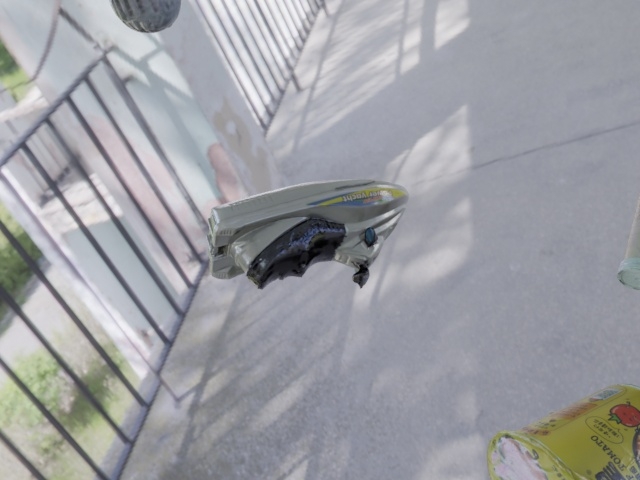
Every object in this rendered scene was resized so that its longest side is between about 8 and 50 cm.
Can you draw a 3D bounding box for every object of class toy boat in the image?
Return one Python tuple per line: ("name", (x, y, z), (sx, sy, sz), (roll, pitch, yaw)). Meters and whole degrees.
("toy boat", (-0.007, -0.004, 0.980), (0.270, 0.140, 0.140), (-3, 28, -13))

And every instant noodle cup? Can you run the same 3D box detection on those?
("instant noodle cup", (0.483, 0.411, 1.317), (0.254, 0.325, 0.326), (-25, 29, -20))

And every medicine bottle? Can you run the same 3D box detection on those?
("medicine bottle", (0.628, -0.010, 1.488), (0.074, 0.074, 0.218), (-1, 49, 37))

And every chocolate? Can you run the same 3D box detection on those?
("chocolate", (-0.173, -0.264, 0.689), (0.072, 0.167, 0.072), (-9, 41, 8))
